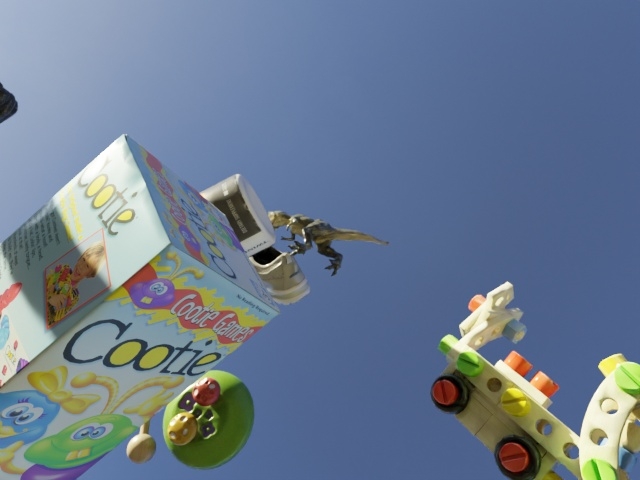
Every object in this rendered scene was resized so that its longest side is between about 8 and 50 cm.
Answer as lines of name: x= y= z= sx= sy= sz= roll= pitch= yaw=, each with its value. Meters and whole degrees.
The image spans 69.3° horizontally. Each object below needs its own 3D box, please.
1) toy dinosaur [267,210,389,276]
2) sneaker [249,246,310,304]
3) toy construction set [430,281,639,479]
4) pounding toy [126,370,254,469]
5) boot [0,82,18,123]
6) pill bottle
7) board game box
toy dinosaur: x=0.000 y=0.000 z=0.890 sx=0.268 sy=0.118 sz=0.064 roll=13 pitch=-51 yaw=2
sneaker: x=-0.135 y=0.045 z=0.998 sx=0.281 sy=0.105 sz=0.115 roll=9 pitch=-61 yaw=40
toy construction set: x=0.268 y=0.171 z=0.564 sx=0.215 sy=0.151 sz=0.327 roll=-51 pitch=-148 yaw=2
pounding toy: x=-0.251 y=0.325 z=0.871 sx=0.236 sy=0.110 sz=0.183 roll=-4 pitch=-122 yaw=8
boot: x=-0.619 y=-0.193 z=0.631 sx=0.348 sy=0.131 sz=0.260 roll=33 pitch=-107 yaw=8
pill bottle: x=-0.207 y=0.003 z=0.753 sx=0.245 sy=0.130 sz=0.130 roll=-27 pitch=-101 yaw=4
board game box: x=-0.199 y=0.075 z=0.390 sx=0.275 sy=0.142 sz=0.144 roll=-39 pitch=-128 yaw=4
